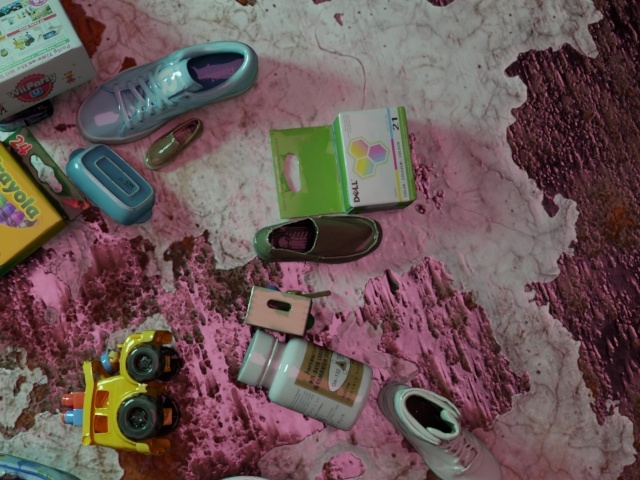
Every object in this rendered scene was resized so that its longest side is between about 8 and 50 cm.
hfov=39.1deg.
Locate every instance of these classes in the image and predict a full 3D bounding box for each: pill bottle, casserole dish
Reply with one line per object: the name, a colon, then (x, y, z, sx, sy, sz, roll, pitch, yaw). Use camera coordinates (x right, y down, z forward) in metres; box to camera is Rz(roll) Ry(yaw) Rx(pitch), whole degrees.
pill bottle: (-0.029, 0.253, 1.666, 0.229, 0.131, 0.131, 23, 81, -5)
casserole dish: (-0.384, -0.110, 1.672, 0.188, 0.037, 0.114, 44, 41, -3)

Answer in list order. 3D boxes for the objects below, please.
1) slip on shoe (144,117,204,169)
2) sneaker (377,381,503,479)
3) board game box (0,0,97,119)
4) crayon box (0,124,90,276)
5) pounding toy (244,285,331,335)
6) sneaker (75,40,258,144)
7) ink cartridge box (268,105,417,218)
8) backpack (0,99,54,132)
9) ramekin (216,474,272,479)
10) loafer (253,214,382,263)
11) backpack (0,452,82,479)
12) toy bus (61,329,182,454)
slip on shoe: (-0.280, -0.187, 1.723, 0.135, 0.041, 0.051, -36, 90, -10)
sneaker: (0.239, 0.378, 1.674, 0.292, 0.169, 0.108, 40, 78, -4)
board game box: (-0.568, -0.382, 1.623, 0.224, 0.097, 0.303, -26, 64, -9)
crayon box: (-0.596, -0.043, 1.582, 0.318, 0.081, 0.202, -40, 91, -10)
pounding toy: (-0.058, 0.124, 1.687, 0.141, 0.130, 0.100, 12, 83, 2)
sneaker: (-0.288, -0.293, 1.679, 0.365, 0.150, 0.135, -26, 87, -10)
ink cartridge box: (0.041, -0.146, 1.737, 0.255, 0.097, 0.189, -7, 85, -10)
backpack: (-0.564, -0.255, 1.668, 0.114, 0.084, 0.105, -25, 84, -14)
ramekin: (-0.141, 0.555, 1.617, 0.277, 0.135, 0.277, 1, 83, -8)
loafer: (0.000, 0.000, 1.719, 0.251, 0.087, 0.094, -8, 85, -9)
backpack: (-0.531, 0.474, 1.517, 0.355, 0.290, 0.274, -4, 76, -2)
toy bus: (-0.367, 0.270, 1.624, 0.211, 0.149, 0.220, 1, 81, 8)
